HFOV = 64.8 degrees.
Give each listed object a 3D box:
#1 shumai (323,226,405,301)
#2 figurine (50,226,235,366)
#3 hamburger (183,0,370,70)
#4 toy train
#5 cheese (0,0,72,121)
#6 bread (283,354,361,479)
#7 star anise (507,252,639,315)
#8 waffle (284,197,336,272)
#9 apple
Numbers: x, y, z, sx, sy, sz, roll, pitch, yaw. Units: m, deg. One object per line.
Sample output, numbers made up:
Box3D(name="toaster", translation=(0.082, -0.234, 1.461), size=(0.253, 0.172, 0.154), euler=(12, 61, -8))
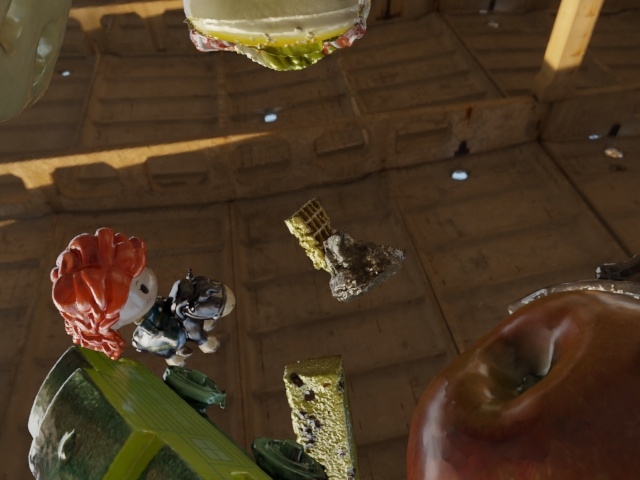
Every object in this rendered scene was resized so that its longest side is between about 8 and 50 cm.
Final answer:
Box3D(name="shumai", translation=(0.090, 0.044, 1.253), size=(0.205, 0.166, 0.176), euler=(-32, -96, 22))
Box3D(name="figurine", translation=(-0.388, 0.147, 1.122), size=(0.411, 0.306, 0.241), euler=(25, -133, -31))
Box3D(name="hamburger", translation=(-0.050, -0.271, 0.552), size=(0.210, 0.116, 0.173), euler=(-1, -125, 5))
Box3D(name="toy train", translation=(-0.197, 0.278, 0.643), size=(0.442, 0.272, 0.179), euler=(17, -101, 44))
Box3D(name="cheese", translation=(-0.247, -0.235, 0.364), size=(0.129, 0.351, 0.328), euler=(23, -157, -22))
Box3D(name="bread", translation=(0.006, 0.445, 1.185), size=(0.138, 0.362, 0.077), euler=(-6, -163, 11))
Box3D(name="star anise", translation=(0.434, 0.079, 0.530), size=(0.315, 0.359, 0.139), euler=(21, -118, -17))
Box3D(name="waffle", translation=(0.000, 0.000, 1.390), size=(0.055, 0.211, 0.160), euler=(-29, -172, 25))
Box3D(name="apple", translation=(0.185, 0.159, 0.359), size=(0.253, 0.254, 0.254), euler=(-1, -133, 1))
